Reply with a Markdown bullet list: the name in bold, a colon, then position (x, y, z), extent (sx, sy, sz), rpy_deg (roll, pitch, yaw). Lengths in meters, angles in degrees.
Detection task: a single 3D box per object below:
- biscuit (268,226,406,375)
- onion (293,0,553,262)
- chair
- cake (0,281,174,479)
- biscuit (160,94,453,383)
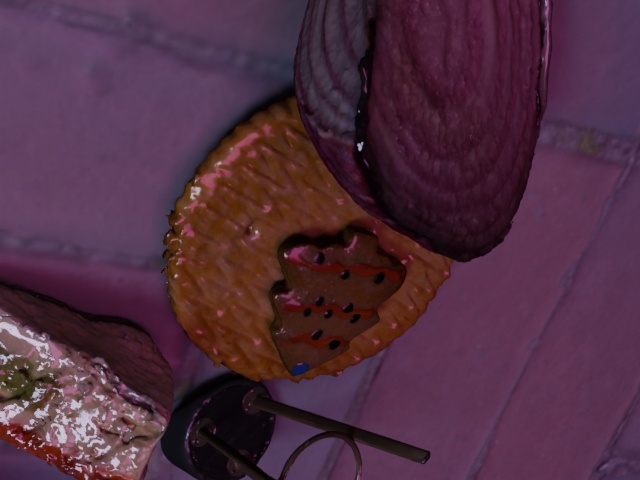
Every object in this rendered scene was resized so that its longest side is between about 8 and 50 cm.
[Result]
- **biscuit**: position (0.007, 0.049, 0.867), extent (0.119, 0.019, 0.130), rpy_deg (12, 113, -33)
- **onion**: position (0.062, -0.118, 0.769), extent (0.247, 0.111, 0.250), rpy_deg (32, 67, -53)
- **chair**: position (-0.023, 0.166, 0.871), extent (0.095, 0.221, 0.104), rpy_deg (-53, 131, -21)
- **cake**: position (-0.201, 0.081, 0.809), extent (0.220, 0.117, 0.086), rpy_deg (31, 100, -5)
- **biscuit**: position (0.000, 0.000, 0.869), extent (0.254, 0.035, 0.254), rpy_deg (-13, 124, -20)
